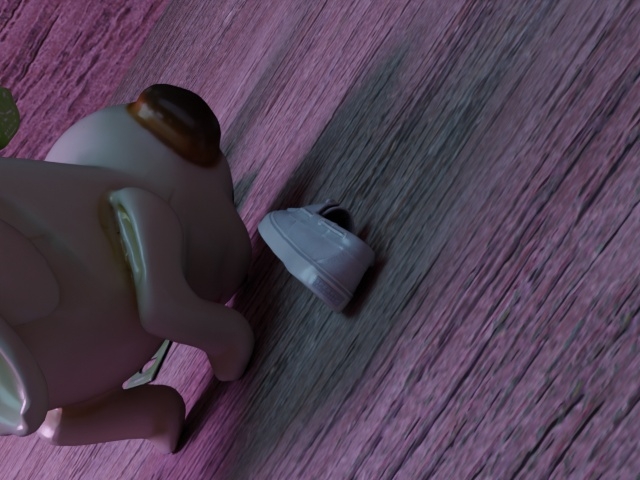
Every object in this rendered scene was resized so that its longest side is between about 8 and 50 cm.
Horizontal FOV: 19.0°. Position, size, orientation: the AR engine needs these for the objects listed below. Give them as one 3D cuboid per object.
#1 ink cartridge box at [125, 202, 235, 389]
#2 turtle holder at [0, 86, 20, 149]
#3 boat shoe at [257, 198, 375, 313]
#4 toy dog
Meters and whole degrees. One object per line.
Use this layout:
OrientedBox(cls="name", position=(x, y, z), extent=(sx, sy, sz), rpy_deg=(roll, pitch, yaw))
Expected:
OrientedBox(cls="ink cartridge box", position=(-0.170, 0.045, 1.966), extent=(0.209, 0.062, 0.109), rpy_deg=(-66, 16, -19))
OrientedBox(cls="turtle holder", position=(-0.340, 0.013, 2.161), extent=(0.227, 0.320, 0.243), rpy_deg=(-28, -19, -20))
OrientedBox(cls="boat shoe", position=(0.000, 0.000, 1.459), extent=(0.063, 0.066, 0.184), rpy_deg=(-46, 12, 1))
OrientedBox(cls="toy dog", position=(-0.236, 0.027, 1.655), extent=(0.408, 0.395, 0.284), rpy_deg=(-29, -28, -44))
